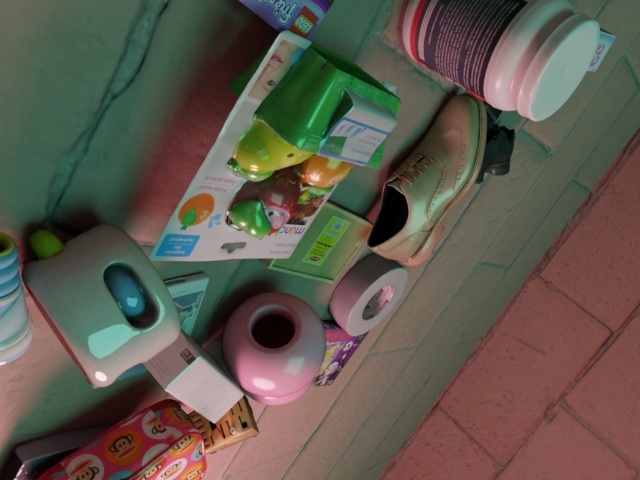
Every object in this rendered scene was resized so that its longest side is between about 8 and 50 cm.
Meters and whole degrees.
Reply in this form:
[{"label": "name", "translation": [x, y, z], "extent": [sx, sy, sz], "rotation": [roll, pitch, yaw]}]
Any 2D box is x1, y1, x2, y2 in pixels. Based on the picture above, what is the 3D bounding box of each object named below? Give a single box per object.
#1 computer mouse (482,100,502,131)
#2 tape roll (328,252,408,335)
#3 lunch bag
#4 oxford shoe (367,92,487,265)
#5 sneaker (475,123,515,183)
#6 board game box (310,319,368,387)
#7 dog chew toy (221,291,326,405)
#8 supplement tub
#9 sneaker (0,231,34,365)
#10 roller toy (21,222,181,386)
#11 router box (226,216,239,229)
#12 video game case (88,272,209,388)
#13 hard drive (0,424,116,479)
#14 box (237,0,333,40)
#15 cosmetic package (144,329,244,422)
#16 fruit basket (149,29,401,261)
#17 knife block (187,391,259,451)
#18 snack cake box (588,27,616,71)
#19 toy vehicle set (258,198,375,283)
[{"label": "computer mouse", "translation": [0.415, -0.345, 1.394], "extent": [0.242, 0.041, 0.071], "rotation": [-53, 134, -2]}, {"label": "tape roll", "translation": [0.123, 0.137, 1.520], "extent": [0.219, 0.072, 0.219], "rotation": [-33, 146, -26]}, {"label": "lunch bag", "translation": [-0.348, 0.448, 1.086], "extent": [0.293, 0.120, 0.258], "rotation": [-28, 141, -30]}, {"label": "oxford shoe", "translation": [0.226, -0.132, 1.272], "extent": [0.146, 0.140, 0.397], "rotation": [12, 103, -40]}, {"label": "sneaker", "translation": [0.385, -0.218, 1.449], "extent": [0.286, 0.109, 0.130], "rotation": [-23, 132, -49]}, {"label": "board game box", "translation": [-0.019, 0.298, 1.547], "extent": [0.346, 0.056, 0.208], "rotation": [11, 111, -57]}, {"label": "dog chew toy", "translation": [-0.093, 0.246, 1.244], "extent": [0.206, 0.206, 0.332], "rotation": [-36, 156, -21]}, {"label": "supplement tub", "translation": [0.289, -0.335, 0.987], "extent": [0.191, 0.272, 0.191], "rotation": [-33, 147, -25]}, {"label": "sneaker", "translation": [-0.464, 0.064, 0.611], "extent": [0.319, 0.127, 0.208], "rotation": [-20, 136, -45]}, {"label": "roller toy", "translation": [-0.282, 0.082, 0.794], "extent": [0.146, 0.191, 0.209], "rotation": [-33, 147, -27]}, {"label": "router box", "translation": [-0.107, -0.074, 1.000], "extent": [0.092, 0.038, 0.122], "rotation": [-25, 143, -34]}, {"label": "video game case", "translation": [-0.294, 0.154, 1.032], "extent": [0.183, 0.023, 0.201], "rotation": [-12, 134, -47]}, {"label": "hard drive", "translation": [-0.458, 0.416, 1.086], "extent": [0.254, 0.054, 0.172], "rotation": [10, 117, -57]}, {"label": "box", "translation": [-0.058, -0.377, 0.694], "extent": [0.201, 0.057, 0.293], "rotation": [-55, 150, 12]}, {"label": "cosmetic package", "translation": [-0.232, 0.235, 1.068], "extent": [0.085, 0.117, 0.231], "rotation": [-44, 149, -11]}, {"label": "fruit basket", "translation": [-0.043, -0.100, 0.870], "extent": [0.327, 0.165, 0.353], "rotation": [2, 121, -57]}, {"label": "knife block", "translation": [-0.177, 0.389, 1.303], "extent": [0.275, 0.088, 0.242], "rotation": [-36, 159, 33]}, {"label": "snack cake box", "translation": [0.500, -0.439, 1.272], "extent": [0.264, 0.152, 0.089], "rotation": [-12, 135, -46]}, {"label": "toy vehicle set", "translation": [0.000, 0.000, 1.232], "extent": [0.166, 0.035, 0.267], "rotation": [-54, 150, 9]}]
